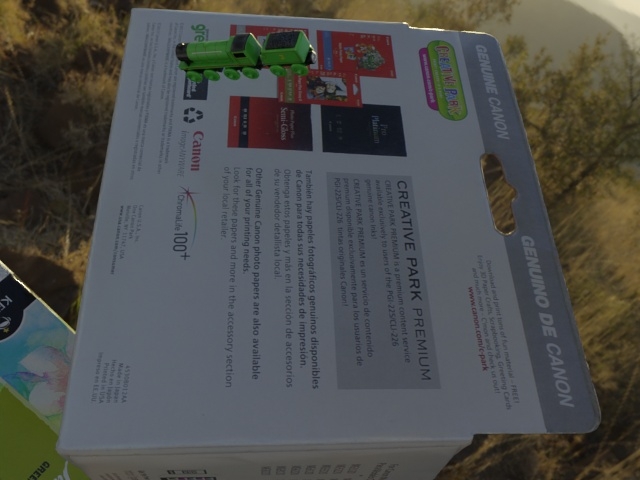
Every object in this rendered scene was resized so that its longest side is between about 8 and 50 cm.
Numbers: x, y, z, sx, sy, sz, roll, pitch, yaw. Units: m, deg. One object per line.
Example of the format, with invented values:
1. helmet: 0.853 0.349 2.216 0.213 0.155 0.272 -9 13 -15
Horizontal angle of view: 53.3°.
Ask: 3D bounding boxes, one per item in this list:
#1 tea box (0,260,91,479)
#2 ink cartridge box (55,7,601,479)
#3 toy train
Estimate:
1. tea box: -0.376 0.185 0.736 0.323 0.329 0.220 46 66 -11
2. ink cartridge box: 0.000 0.000 0.433 0.272 0.130 0.309 1 59 -5
3. toy train: -0.041 -0.096 0.331 0.024 0.083 0.017 46 54 -56
